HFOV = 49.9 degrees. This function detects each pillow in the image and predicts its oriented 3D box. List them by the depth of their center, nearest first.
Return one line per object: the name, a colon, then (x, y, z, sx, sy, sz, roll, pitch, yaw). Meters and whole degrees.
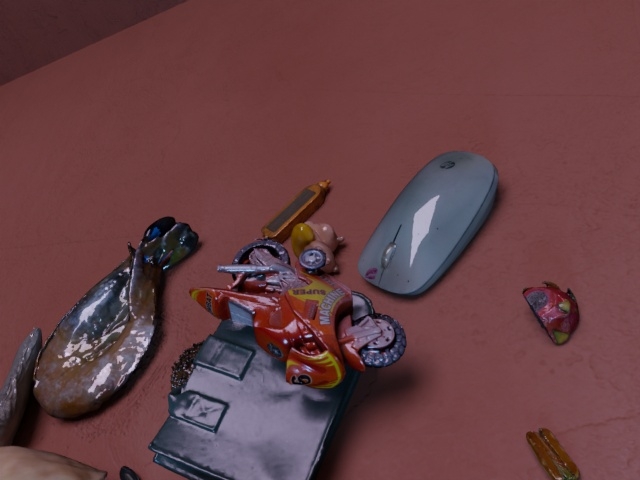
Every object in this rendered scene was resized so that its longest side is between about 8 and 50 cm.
pillow: (-0.565, 0.281, 1.276, 0.050, 0.128, 0.229, 16, 43, -14)

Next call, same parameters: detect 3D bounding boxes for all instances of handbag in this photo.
handbag: (-0.073, 0.203, 0.993, 0.238, 0.089, 0.327, 18, 59, 16)

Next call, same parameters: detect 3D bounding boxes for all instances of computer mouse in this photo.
computer mouse: (0.176, -0.042, 1.136, 0.288, 0.097, 0.159, -46, 43, -18)

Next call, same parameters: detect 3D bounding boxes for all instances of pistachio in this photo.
pistachio: (-0.436, 0.397, 1.023, 0.299, 0.188, 0.188, -6, 45, 20)

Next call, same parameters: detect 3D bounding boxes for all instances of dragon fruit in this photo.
dragon fruit: (0.318, 0.090, 0.935, 0.060, 0.056, 0.083, -27, 38, 7)

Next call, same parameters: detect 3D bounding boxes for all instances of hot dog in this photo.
hot dog: (0.275, 0.258, 0.817, 0.037, 0.021, 0.083, -12, 36, -8)

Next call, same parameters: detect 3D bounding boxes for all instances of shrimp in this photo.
shrimp: (-0.380, 0.135, 1.316, 0.221, 0.110, 0.446, 10, 58, 33)

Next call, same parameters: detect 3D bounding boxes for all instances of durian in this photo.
durian: (-0.174, 0.205, 1.109, 0.188, 0.091, 0.148, -38, 40, -11)

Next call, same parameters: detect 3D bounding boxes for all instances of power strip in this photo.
power strip: (-0.043, -0.059, 1.348, 0.178, 0.028, 0.049, -45, 41, -15)

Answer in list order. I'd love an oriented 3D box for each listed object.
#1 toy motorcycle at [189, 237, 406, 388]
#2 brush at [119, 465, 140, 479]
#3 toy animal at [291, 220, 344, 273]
toy motorcycle: (-0.032, 0.103, 0.951, 0.298, 0.089, 0.171, 31, 62, 27)
brush: (-0.253, 0.393, 1.023, 0.063, 0.016, 0.193, -46, 41, -18)
toy animal: (0.000, 0.000, 1.219, 0.082, 0.091, 0.114, -31, 35, -22)
